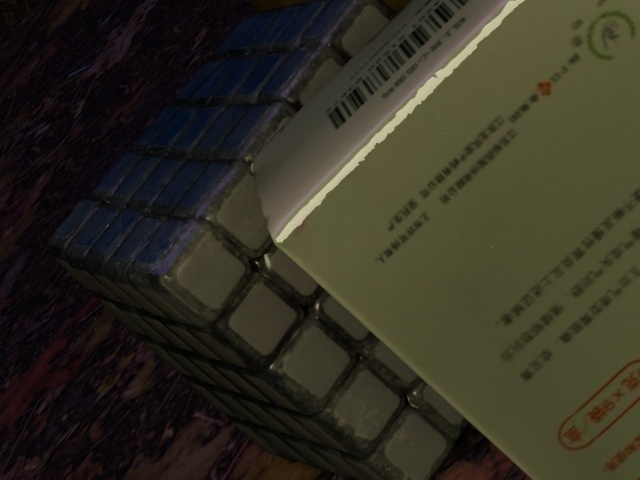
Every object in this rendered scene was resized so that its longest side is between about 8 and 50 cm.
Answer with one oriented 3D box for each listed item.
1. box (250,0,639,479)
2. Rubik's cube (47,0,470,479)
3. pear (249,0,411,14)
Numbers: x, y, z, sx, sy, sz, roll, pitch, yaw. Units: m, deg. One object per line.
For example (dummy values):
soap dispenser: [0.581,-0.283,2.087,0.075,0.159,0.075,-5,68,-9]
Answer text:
box: [0.141,0.009,0.901,0.200,0.299,0.106,-44,19,8]
Rubik's cube: [0.000,0.000,1.300,0.237,0.238,0.237,-52,19,-12]
pear: [0.058,-0.280,1.655,0.304,0.304,0.304,-40,21,18]
